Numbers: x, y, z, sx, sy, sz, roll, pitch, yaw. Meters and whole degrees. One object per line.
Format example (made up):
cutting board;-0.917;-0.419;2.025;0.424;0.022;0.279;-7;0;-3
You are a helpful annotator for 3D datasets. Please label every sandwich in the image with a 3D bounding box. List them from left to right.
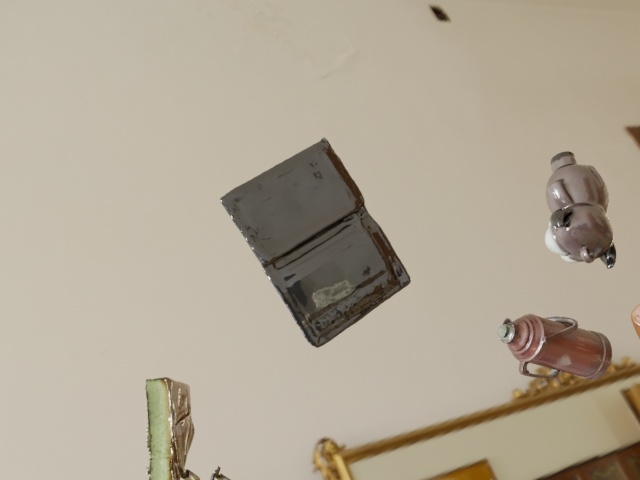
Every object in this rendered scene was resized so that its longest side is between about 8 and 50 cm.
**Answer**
sandwich;-0.320;0.432;1.739;0.063;0.245;0.212;-6;-16;6

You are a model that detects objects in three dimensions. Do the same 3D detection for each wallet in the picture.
wallet;0.000;0.000;1.441;0.247;0.323;0.041;-32;1;-22

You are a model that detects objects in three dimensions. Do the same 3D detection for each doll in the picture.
doll;0.504;-0.059;1.552;0.182;0.257;0.117;29;-39;-26

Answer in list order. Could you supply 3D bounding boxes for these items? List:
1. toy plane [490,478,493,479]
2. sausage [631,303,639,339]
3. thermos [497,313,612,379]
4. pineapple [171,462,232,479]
toy plane;0.400;0.612;1.899;0.084;0.078;0.024;-3;-23;25
sausage;0.457;0.135;1.074;0.041;0.039;0.131;-38;-53;1
thermos;0.424;0.197;1.469;0.232;0.124;0.099;15;-7;-26
pineapple;-0.122;0.426;0.774;0.300;0.352;0.352;-35;-19;-32
